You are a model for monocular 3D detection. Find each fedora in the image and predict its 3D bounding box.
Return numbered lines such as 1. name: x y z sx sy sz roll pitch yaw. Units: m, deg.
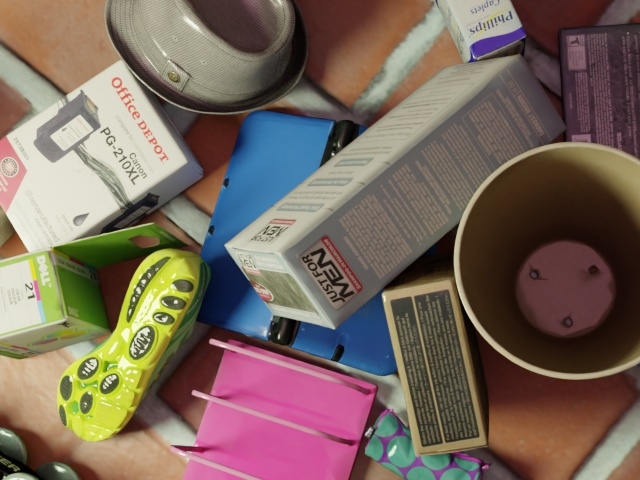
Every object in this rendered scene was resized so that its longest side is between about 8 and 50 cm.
1. fedora: -0.136 -0.294 1.718 0.243 0.124 0.275 -41 84 -23

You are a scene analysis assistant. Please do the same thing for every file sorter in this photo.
1. file sorter: -0.077 0.280 1.626 0.202 0.182 0.291 17 84 11

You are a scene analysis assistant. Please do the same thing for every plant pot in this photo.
1. plant pot: 0.290 0.042 1.565 0.256 0.274 0.256 -1 80 8

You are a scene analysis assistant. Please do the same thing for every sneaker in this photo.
1. sneaker: -0.225 0.139 1.707 0.109 0.123 0.295 42 107 17

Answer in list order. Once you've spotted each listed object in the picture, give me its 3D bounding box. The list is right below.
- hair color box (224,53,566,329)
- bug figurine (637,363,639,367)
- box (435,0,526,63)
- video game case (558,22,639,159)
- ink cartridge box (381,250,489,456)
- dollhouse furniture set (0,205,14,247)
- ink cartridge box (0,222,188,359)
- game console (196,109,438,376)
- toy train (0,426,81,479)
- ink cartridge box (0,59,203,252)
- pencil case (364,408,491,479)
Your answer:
1. hair color box: 0.086 -0.061 1.580 0.374 0.185 0.114 -39 106 -17
2. bug figurine: 0.514 0.108 1.627 0.216 0.072 0.279 40 84 6
3. box: 0.199 -0.283 1.704 0.072 0.126 0.137 -24 78 2
4. video game case: 0.444 -0.182 1.706 0.274 0.026 0.196 -3 81 7
5. ink cartridge box: 0.137 0.126 1.574 0.088 0.235 0.193 -11 95 8
6. dollhouse furniture set: -0.521 -0.085 1.738 0.161 0.212 0.242 -15 106 7
7. ink cartridge box: -0.298 0.065 1.687 0.255 0.189 0.097 -15 79 5
8. game console: 0.000 0.000 1.739 0.250 0.173 0.293 20 84 -21
9. toy train: -0.451 0.328 1.700 0.334 0.142 0.190 30 96 11
10. ink cartridge box: -0.299 -0.096 1.757 0.237 0.100 0.172 -34 78 1
11. pencil case: 0.128 0.266 1.659 0.151 0.064 0.070 28 107 11
